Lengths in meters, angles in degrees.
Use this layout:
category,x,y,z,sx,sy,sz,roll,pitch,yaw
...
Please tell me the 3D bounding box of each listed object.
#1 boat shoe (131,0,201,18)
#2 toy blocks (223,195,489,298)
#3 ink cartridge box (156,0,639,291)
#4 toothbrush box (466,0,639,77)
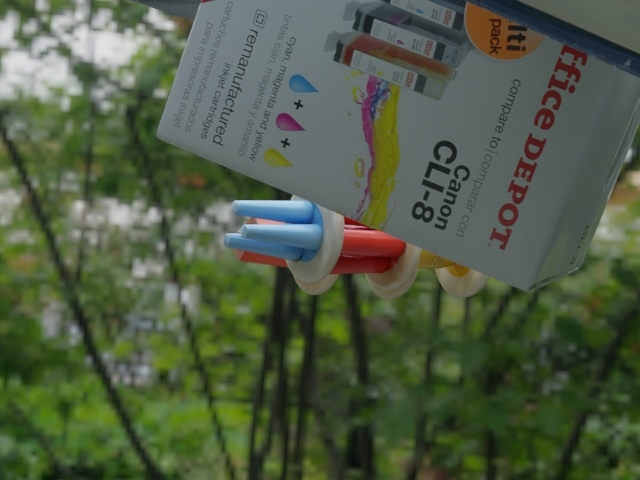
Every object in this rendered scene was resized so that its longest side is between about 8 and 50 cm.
category,x,y,z,sx,sy,sz,roll,pitch,yaw
boat shoe,-0.116,-0.184,1.043,0.226,0.076,0.083,12,-21,29
toy blocks,0.000,0.000,0.975,0.148,0.054,0.123,6,-6,-33
ink cartridge box,0.047,-0.072,0.789,0.176,0.128,0.127,23,11,15
toothbrush box,0.146,-0.137,0.629,0.216,0.126,0.295,27,22,18
